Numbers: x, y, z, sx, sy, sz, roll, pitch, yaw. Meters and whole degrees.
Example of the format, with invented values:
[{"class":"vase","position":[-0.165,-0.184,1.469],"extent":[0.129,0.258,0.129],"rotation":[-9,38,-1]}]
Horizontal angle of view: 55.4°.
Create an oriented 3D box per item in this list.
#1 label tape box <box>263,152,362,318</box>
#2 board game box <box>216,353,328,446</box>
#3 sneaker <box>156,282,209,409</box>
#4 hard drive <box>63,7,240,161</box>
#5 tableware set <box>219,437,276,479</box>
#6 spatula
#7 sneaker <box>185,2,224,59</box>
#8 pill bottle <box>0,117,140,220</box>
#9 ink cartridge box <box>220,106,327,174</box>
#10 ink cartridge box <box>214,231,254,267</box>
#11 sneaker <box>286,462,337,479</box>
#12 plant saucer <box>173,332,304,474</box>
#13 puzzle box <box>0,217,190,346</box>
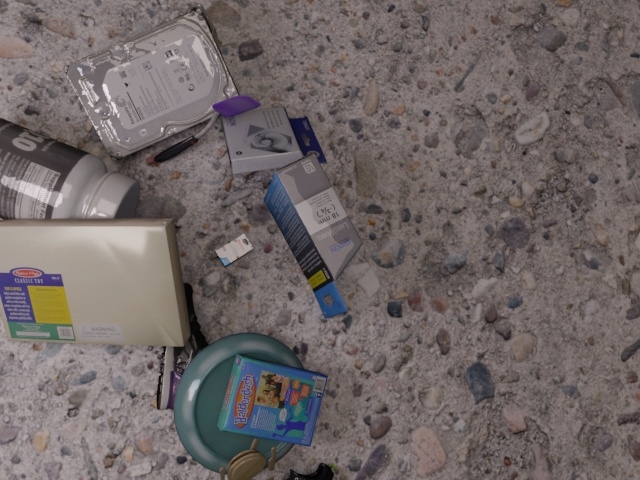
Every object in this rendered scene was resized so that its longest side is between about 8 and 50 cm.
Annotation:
[{"class":"label tape box","position":[0.000,0.000,1.391],"extent":[0.105,0.240,0.334],"rotation":[-27,86,-15]},{"class":"board game box","position":[-0.103,0.349,1.333],"extent":[0.210,0.047,0.160],"rotation":[18,82,-21]},{"class":"sneaker","position":[-0.293,0.240,1.382],"extent":[0.124,0.107,0.284],"rotation":[7,86,-18]},{"class":"hard drive","position":[-0.381,-0.359,1.416],"extent":[0.338,0.064,0.237],"rotation":[-24,108,-3]},{"class":"tableware set","position":[-0.165,0.515,1.321],"extent":[0.128,0.194,0.039],"rotation":[-14,40,-25]},{"class":"spatula","position":[-0.277,-0.259,1.429],"extent":[0.296,0.084,0.030],"rotation":[-31,71,17]},{"class":"sneaker","position":[-0.280,-0.450,1.487],"extent":[0.099,0.121,0.263],"rotation":[-21,85,-12]},{"class":"pill bottle","position":[-0.600,-0.120,1.334],"extent":[0.360,0.204,0.204],"rotation":[22,77,-5]},{"class":"ink cartridge box","position":[-0.115,-0.247,1.452],"extent":[0.223,0.045,0.223],"rotation":[-8,41,-12]},{"class":"ink cartridge box","position":[-0.206,0.022,1.460],"extent":[0.083,0.028,0.048],"rotation":[-32,86,-13]},{"class":"sneaker","position":[-0.069,0.561,1.361],"extent":[0.234,0.084,0.097],"rotation":[-13,85,-22]},{"class":"plant saucer","position":[-0.163,0.367,1.356],"extent":[0.317,0.043,0.318],"rotation":[1,89,-22]},{"class":"puzzle box","position":[-0.486,0.086,1.267],"extent":[0.408,0.052,0.272],"rotation":[1,112,8]}]
